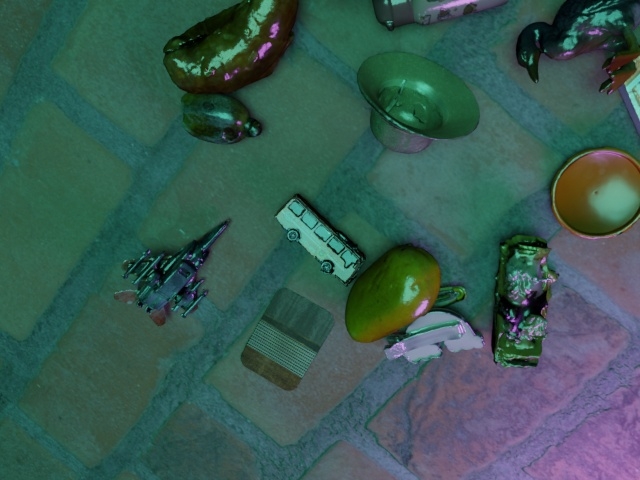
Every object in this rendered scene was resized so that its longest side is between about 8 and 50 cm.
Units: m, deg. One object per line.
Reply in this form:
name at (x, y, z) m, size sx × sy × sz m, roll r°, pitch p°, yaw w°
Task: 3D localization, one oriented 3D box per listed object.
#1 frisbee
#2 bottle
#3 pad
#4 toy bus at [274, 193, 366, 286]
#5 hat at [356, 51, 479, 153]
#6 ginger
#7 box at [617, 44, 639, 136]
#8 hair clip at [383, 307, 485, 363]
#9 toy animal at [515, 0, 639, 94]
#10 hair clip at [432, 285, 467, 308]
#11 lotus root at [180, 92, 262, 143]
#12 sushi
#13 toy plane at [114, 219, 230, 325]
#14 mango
frisbee at (0.573, -0.097, 1.113) m, size 0.192 × 0.035 × 0.192 m, roll 2°, pitch 104°, yaw 9°
bottle at (0.226, -0.485, 1.040) m, size 0.253 × 0.120 × 0.120 m, roll -9°, pitch 102°, yaw 13°
pad at (-0.158, 0.218, 1.324) m, size 0.323 × 0.055 × 0.250 m, roll 24°, pitch 108°, yaw -14°
toy bus at (0.000, 0.000, 1.233) m, size 0.235 × 0.073 × 0.096 m, roll 42°, pitch 101°, yaw -1°
hat at (0.175, -0.250, 1.088) m, size 0.257 × 0.257 × 0.130 m, roll 30°, pitch 139°, yaw 2°
ginger at (-0.169, -0.414, 1.123) m, size 0.321 × 0.172 × 0.165 m, roll -33°, pitch 58°, yaw 11°
box at (0.737, -0.291, 1.026) m, size 0.273 × 0.048 × 0.265 m, roll -27°, pitch 97°, yaw 15°
hair clip at (0.254, 0.222, 1.235) m, size 0.220 × 0.054 × 0.140 m, roll -19°, pitch 115°, yaw 15°
toy animal at (0.519, -0.383, 0.992) m, size 0.298 × 0.122 × 0.185 m, roll -32°, pitch 60°, yaw 12°
hair clip at (0.243, 0.142, 1.238) m, size 0.188 × 0.033 × 0.060 m, roll -21°, pitch 98°, yaw 21°
lotus root at (-0.222, -0.269, 1.198) m, size 0.192 × 0.088 × 0.113 m, roll 15°, pitch 122°, yaw 6°
sushi at (0.442, 0.133, 1.151) m, size 0.139 × 0.131 × 0.290 m, roll 3°, pitch 96°, yaw 12°
toy plane at (-0.333, 0.068, 1.296) m, size 0.326 × 0.104 × 0.223 m, roll -40°, pitch 121°, yaw 14°
mango at (0.152, 0.122, 1.189) m, size 0.262 × 0.130 × 0.167 m, roll -43°, pitch 52°, yaw 28°
